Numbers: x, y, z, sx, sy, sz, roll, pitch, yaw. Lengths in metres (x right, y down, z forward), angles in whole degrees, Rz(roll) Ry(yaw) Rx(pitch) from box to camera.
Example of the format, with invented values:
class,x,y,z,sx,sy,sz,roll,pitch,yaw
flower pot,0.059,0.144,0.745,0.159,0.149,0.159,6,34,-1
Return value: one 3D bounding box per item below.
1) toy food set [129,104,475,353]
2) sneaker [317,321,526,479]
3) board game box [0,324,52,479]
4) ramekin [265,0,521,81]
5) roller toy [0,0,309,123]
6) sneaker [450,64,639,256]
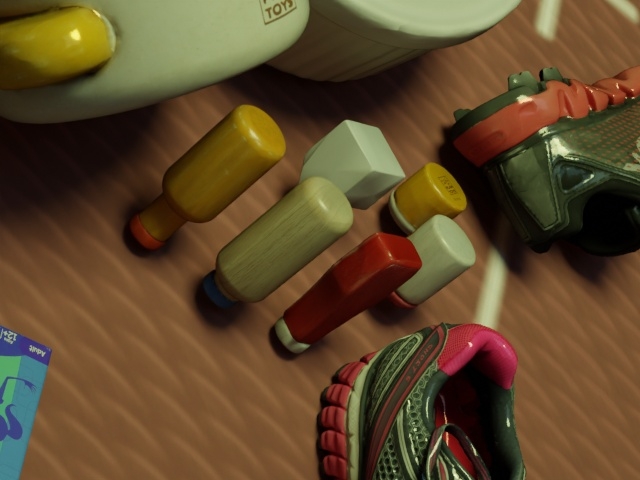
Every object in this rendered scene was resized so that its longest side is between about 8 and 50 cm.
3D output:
class,x,y,z,sx,sy,sz,roll,pitch,yaw
toy food set,0.000,0.000,1.175,0.232,0.104,0.111,9,48,-56
sneaker,0.063,0.188,1.096,0.121,0.112,0.299,13,61,-34
board game box,-0.230,0.118,0.936,0.160,0.047,0.210,27,54,-26
ramekin,0.005,-0.228,1.251,0.273,0.127,0.272,18,59,-32
roller toy,-0.107,-0.145,1.058,0.191,0.209,0.146,-19,106,-12
sneaker,0.216,-0.059,1.358,0.276,0.098,0.135,-15,78,-41
